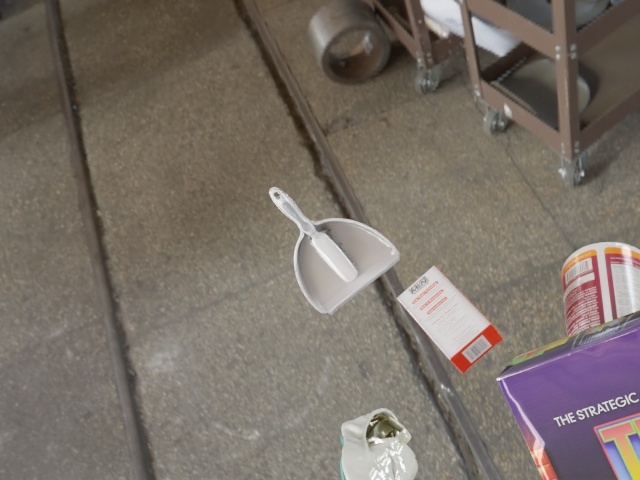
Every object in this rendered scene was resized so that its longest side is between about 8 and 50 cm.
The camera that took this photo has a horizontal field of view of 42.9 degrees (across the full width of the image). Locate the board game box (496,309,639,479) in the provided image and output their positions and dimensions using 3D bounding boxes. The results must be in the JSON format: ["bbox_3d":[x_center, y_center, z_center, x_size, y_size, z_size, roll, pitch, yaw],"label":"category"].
[{"bbox_3d":[0.189,0.094,0.372,0.170,0.048,0.141,-27,86,27],"label":"board game box"}]

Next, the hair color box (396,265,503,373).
[{"bbox_3d":[0.168,0.102,1.072,0.072,0.043,0.141,-41,40,3],"label":"hair color box"}]

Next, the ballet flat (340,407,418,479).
[{"bbox_3d":[0.109,0.394,1.477,0.139,0.139,0.400,-23,6,2],"label":"ballet flat"}]

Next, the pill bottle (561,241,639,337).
[{"bbox_3d":[0.385,0.119,1.072,0.121,0.121,0.221,-5,47,17],"label":"pill bottle"}]

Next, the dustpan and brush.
[{"bbox_3d":[0.000,0.000,1.157,0.147,0.211,0.060,-39,13,9],"label":"dustpan and brush"}]
